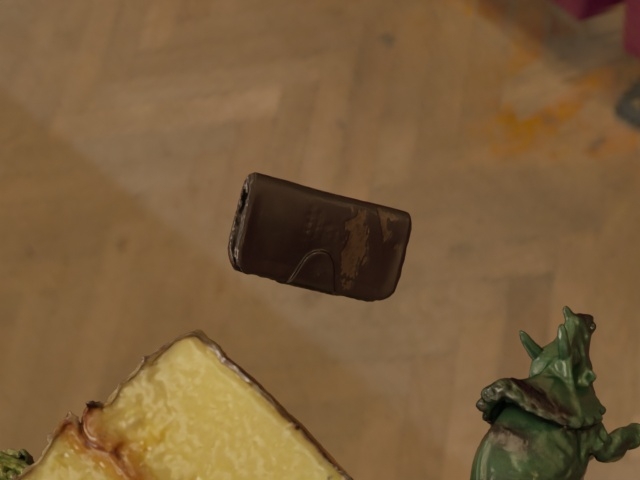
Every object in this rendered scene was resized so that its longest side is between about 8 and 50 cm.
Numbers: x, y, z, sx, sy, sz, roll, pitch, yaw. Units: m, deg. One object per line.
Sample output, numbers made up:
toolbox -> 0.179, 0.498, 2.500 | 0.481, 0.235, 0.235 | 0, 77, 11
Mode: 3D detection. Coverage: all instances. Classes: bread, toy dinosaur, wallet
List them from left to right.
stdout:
bread -> -0.117, 0.201, 1.339 | 0.240, 0.178, 0.135 | -46, 22, -9
wallet -> 0.000, 0.000, 1.436 | 0.018, 0.157, 0.082 | 10, 85, 59
toy dinosaur -> 0.146, 0.185, 1.207 | 0.079, 0.120, 0.292 | -7, 70, 46

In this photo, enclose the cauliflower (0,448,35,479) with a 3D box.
cauliflower -> -0.311, 0.340, 2.138 | 0.250, 0.272, 0.275 | -25, 23, -13
